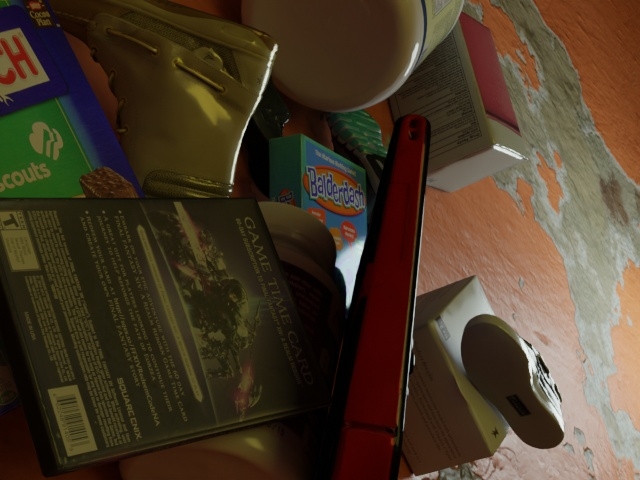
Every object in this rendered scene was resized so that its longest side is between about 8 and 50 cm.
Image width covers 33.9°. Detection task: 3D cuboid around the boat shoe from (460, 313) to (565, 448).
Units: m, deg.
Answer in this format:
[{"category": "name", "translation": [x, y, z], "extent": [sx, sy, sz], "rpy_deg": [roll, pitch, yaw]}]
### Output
[{"category": "boat shoe", "translation": [0.231, 0.157, 1.258], "extent": [0.219, 0.078, 0.070], "rpy_deg": [58, 32, -31]}]

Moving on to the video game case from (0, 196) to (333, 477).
[{"category": "video game case", "translation": [-0.117, 0.057, 0.798], "extent": [0.274, 0.026, 0.196], "rpy_deg": [-2, 66, -50]}]

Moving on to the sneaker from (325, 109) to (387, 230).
[{"category": "sneaker", "translation": [0.036, -0.103, 1.380], "extent": [0.083, 0.098, 0.223], "rpy_deg": [18, 30, -30]}]

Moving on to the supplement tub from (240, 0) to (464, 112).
[{"category": "supplement tub", "translation": [0.060, -0.327, 1.392], "extent": [0.235, 0.235, 0.325], "rpy_deg": [58, 32, -13]}]

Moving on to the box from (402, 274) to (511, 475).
[{"category": "box", "translation": [0.159, 0.167, 1.324], "extent": [0.181, 0.119, 0.182], "rpy_deg": [64, 32, -5]}]

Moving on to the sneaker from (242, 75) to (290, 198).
[{"category": "sneaker", "translation": [-0.062, -0.135, 1.258], "extent": [0.089, 0.051, 0.170], "rpy_deg": [-25, 87, -54]}]

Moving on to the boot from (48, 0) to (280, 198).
[{"category": "boot", "translation": [-0.189, -0.133, 1.007], "extent": [0.095, 0.262, 0.203], "rpy_deg": [-104, -151, -85]}]

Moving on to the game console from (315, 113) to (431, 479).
[{"category": "game console", "translation": [0.048, 0.114, 0.987], "extent": [0.386, 0.060, 0.341], "rpy_deg": [100, 2, -67]}]

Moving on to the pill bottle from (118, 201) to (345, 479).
[{"category": "pill bottle", "translation": [-0.067, 0.109, 0.978], "extent": [0.169, 0.169, 0.301], "rpy_deg": [46, 38, -30]}]

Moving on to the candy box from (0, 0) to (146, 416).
[{"category": "candy box", "translation": [-0.272, -0.034, 0.811], "extent": [0.268, 0.122, 0.317], "rpy_deg": [-31, 95, -57]}]

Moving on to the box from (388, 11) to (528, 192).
[{"category": "box", "translation": [0.200, -0.210, 1.607], "extent": [0.127, 0.149, 0.232], "rpy_deg": [11, 61, -54]}]

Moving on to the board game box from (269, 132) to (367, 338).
[{"category": "board game box", "translation": [0.000, 0.000, 1.213], "extent": [0.160, 0.047, 0.210], "rpy_deg": [21, 64, -58]}]
